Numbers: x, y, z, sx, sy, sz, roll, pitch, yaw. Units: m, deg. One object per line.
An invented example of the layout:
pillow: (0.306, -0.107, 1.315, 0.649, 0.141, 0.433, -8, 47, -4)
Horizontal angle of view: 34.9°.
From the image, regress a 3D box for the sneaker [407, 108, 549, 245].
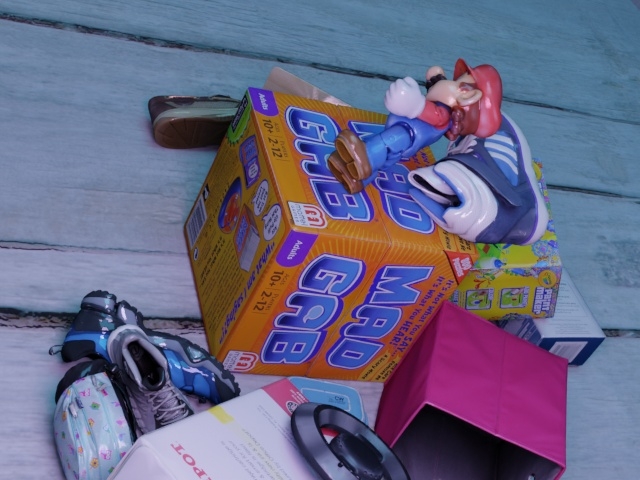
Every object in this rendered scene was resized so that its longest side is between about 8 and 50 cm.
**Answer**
sneaker: (0.241, -0.133, 1.736, 0.236, 0.130, 0.323, 10, 47, -33)

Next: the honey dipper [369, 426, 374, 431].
honey dipper: (0.046, 0.366, 1.696, 0.030, 0.030, 0.160, 37, 46, 10)

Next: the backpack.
backpack: (-0.329, 0.285, 1.494, 0.115, 0.152, 0.182, -13, 56, -21)

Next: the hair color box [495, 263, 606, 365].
hair color box: (0.448, 0.106, 2.194, 0.173, 0.105, 0.347, 3, 45, -27)

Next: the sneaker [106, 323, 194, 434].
sneaker: (-0.246, 0.236, 1.534, 0.086, 0.132, 0.229, -33, 100, -17)

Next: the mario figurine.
mario figurine: (0.151, -0.211, 1.657, 0.320, 0.170, 0.198, -29, 24, -18)

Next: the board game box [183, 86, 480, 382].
board game box: (0.000, 0.000, 1.826, 0.356, 0.356, 0.356, 8, 43, -27)

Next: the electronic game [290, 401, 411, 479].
electronic game: (0.049, 0.320, 1.471, 0.229, 0.048, 0.229, 37, 14, -11)

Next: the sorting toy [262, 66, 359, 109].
sorting toy: (-0.036, -0.193, 2.120, 0.257, 0.255, 0.089, 28, 12, -1)

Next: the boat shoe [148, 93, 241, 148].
boat shoe: (-0.208, -0.270, 2.197, 0.342, 0.123, 0.123, -5, 50, -27)

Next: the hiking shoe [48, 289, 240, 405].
hiking shoe: (-0.278, 0.209, 1.651, 0.304, 0.113, 0.132, 32, 68, -7)

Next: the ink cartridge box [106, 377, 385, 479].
ink cartridge box: (-0.094, 0.376, 1.427, 0.279, 0.160, 0.384, 45, 23, 18)

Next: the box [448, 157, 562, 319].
box: (0.326, -0.002, 2.073, 0.279, 0.177, 0.290, -2, 50, 4)

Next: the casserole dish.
casserole dish: (0.003, 0.287, 1.767, 0.188, 0.037, 0.114, 14, 38, -19)

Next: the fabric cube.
fabric cube: (0.248, 0.311, 1.722, 0.259, 0.254, 0.258, 26, 36, -4)
